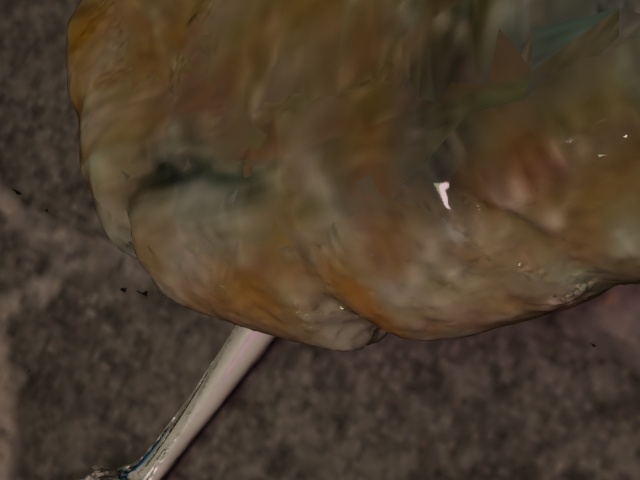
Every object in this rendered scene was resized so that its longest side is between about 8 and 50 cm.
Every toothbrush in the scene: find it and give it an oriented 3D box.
[{"bbox_3d":[0.000,0.000,0.522,0.288,0.026,0.024,-50,55,9],"label":"toothbrush"}]

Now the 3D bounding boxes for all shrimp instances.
[{"bbox_3d":[0.116,-0.098,0.425,0.445,0.110,0.221,-13,63,29],"label":"shrimp"}]
